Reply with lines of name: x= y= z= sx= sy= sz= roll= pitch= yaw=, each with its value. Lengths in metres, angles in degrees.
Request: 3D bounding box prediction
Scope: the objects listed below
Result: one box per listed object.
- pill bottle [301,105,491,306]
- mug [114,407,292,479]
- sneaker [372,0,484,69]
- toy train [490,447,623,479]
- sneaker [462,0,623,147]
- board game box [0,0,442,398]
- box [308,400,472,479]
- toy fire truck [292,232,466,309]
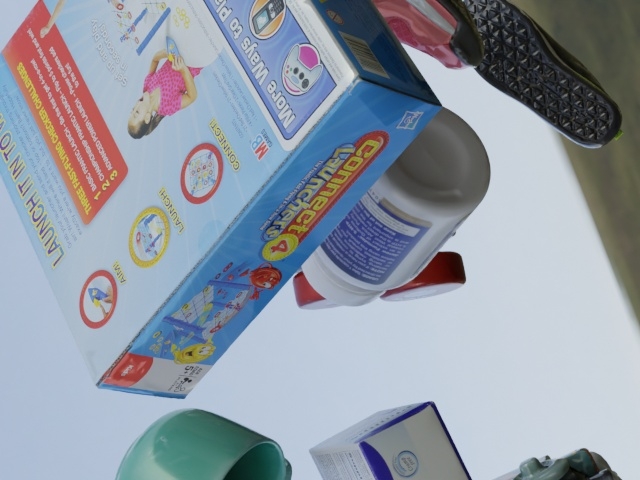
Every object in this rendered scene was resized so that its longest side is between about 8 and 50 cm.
pill bottle: x=0.054 y=-0.024 z=1.456 sx=0.112 sy=0.186 sz=0.112 roll=12 pitch=-124 yaw=-18
mug: x=-0.098 y=0.202 z=1.381 sx=0.129 sy=0.097 sz=0.158 roll=-63 pitch=-25 yaw=-13
sneaker: x=-0.009 y=-0.217 z=1.442 sx=0.314 sy=0.136 sz=0.116 roll=32 pitch=-158 yaw=-18
toy train: x=0.176 y=0.324 z=1.890 sx=0.142 sy=0.334 sz=0.190 roll=62 pitch=-171 yaw=-1
sneaker: x=0.244 y=-0.188 z=1.966 sx=0.235 sy=0.084 sz=0.097 roll=45 pitch=-163 yaw=-1
board game box: x=-0.099 y=-0.099 z=1.258 sx=0.086 sy=0.302 sz=0.308 roll=14 pitch=-143 yaw=-45
box: x=0.064 y=0.199 z=1.362 sx=0.126 sy=0.072 sz=0.137 roll=64 pitch=161 yaw=0
toy fire truck: x=0.000 y=0.000 z=1.960 sx=0.302 sy=0.254 sz=0.169 roll=-3 pitch=-102 yaw=-43
